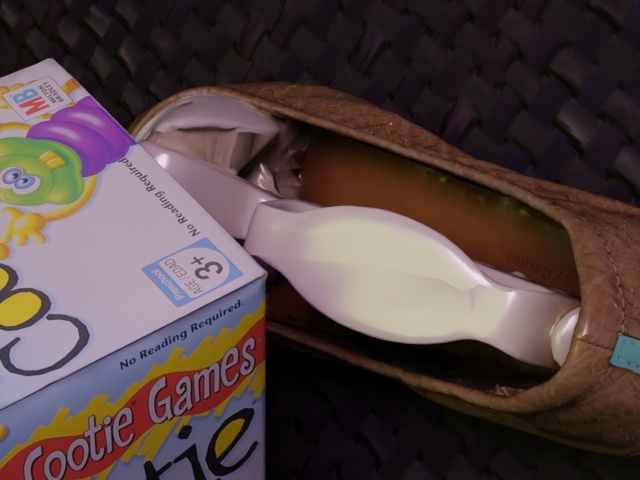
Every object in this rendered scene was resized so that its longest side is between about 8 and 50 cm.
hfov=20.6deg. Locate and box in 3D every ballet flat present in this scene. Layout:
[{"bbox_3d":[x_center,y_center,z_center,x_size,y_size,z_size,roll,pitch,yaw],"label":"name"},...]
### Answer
[{"bbox_3d":[0.000,0.000,0.687,0.342,0.124,0.116,22,96,40],"label":"ballet flat"}]

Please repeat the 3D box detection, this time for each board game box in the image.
[{"bbox_3d":[-0.115,0.096,0.673,0.144,0.142,0.275,44,149,34],"label":"board game box"}]
